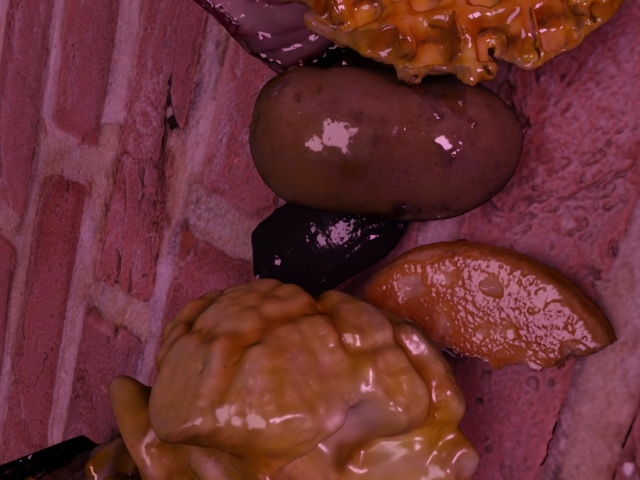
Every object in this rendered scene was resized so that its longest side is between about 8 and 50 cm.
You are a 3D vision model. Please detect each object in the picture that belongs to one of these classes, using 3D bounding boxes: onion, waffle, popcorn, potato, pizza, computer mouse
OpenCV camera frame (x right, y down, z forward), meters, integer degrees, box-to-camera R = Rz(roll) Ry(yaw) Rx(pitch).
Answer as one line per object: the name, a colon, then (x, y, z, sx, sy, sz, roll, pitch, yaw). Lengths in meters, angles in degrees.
onion: (-0.020, -0.322, 0.658, 0.280, 0.146, 0.314, -44, 70, -2)
waffle: (0.117, -0.280, 0.520, 0.325, 0.068, 0.302, 37, 82, 18)
popcorn: (-0.025, 0.190, 0.592, 0.292, 0.294, 0.334, 26, 140, 63)
potato: (0.057, -0.094, 0.561, 0.263, 0.165, 0.164, 3, 94, 14)
pizza: (0.158, 0.061, 0.584, 0.246, 0.058, 0.127, -3, 89, 34)
computer mouse: (0.000, 0.000, 0.684, 0.217, 0.073, 0.122, -33, 71, 31)

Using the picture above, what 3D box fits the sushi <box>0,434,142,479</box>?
sushi: (-0.321, 0.433, 0.781, 0.285, 0.328, 0.328, -10, 84, 24)
